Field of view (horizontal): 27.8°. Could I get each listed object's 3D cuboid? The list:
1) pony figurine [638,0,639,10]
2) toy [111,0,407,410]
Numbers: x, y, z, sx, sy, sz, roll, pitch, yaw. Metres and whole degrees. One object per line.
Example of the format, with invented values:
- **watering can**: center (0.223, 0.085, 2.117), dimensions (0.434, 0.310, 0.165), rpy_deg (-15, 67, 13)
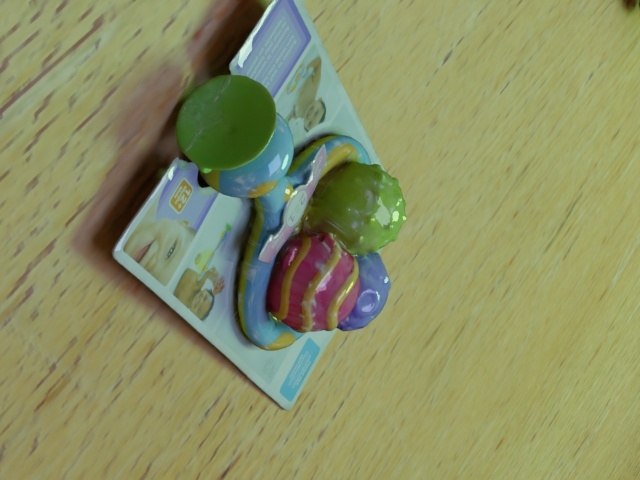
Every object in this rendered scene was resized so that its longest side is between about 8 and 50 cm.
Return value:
- **pony figurine**: center (0.425, -0.230, 0.964), dimensions (0.351, 0.363, 0.303), rpy_deg (-57, 149, -53)
- **toy**: center (0.000, 0.000, 0.609), dimensions (0.137, 0.056, 0.237), rpy_deg (-59, 152, -12)
